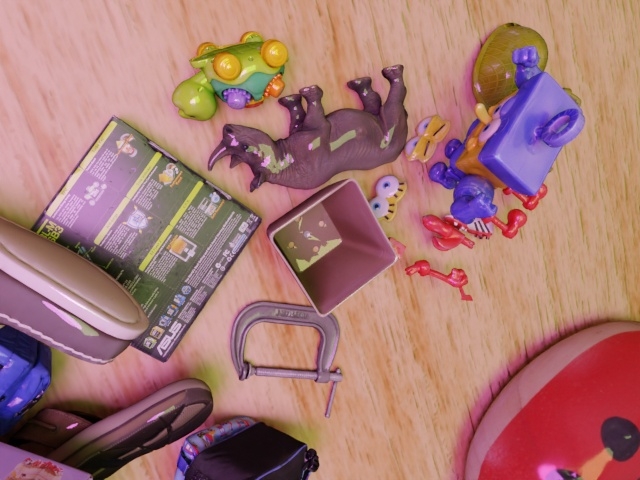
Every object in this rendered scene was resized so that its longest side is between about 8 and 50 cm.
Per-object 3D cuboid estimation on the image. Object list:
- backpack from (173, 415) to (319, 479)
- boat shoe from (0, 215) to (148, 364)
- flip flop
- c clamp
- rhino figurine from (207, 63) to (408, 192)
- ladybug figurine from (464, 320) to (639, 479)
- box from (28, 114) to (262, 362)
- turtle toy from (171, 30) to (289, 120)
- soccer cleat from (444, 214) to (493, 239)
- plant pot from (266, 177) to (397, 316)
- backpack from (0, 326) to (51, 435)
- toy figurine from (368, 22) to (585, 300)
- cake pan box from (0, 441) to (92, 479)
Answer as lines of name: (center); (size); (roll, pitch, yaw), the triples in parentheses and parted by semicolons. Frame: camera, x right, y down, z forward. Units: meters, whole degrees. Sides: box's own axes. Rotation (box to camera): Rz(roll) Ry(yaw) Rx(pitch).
backpack: (-0.095, 0.300, 0.526); (0.158, 0.116, 0.174); (7, 101, -65)
boat shoe: (-0.287, 0.022, 0.403); (0.304, 0.109, 0.091); (30, 87, 3)
flip flop: (-0.244, 0.197, 0.492); (0.276, 0.112, 0.080); (-27, 64, -3)
c clamp: (-0.038, 0.144, 0.597); (0.160, 0.022, 0.137); (16, 92, -22)
rhino figurine: (-0.007, -0.114, 0.545); (0.243, 0.073, 0.107); (-19, 101, -15)
ladybug figurine: (0.414, 0.295, 0.712); (0.449, 0.162, 0.305); (-26, 106, -15)
box: (-0.188, 0.003, 0.510); (0.184, 0.045, 0.191); (34, 86, -19)
turtle toy: (-0.091, -0.167, 0.504); (0.130, 0.095, 0.066); (-22, 125, -15)
soccer cleat: (0.201, -0.027, 0.660); (0.083, 0.029, 0.036); (17, 83, -25)
plant pot: (0.000, 0.000, 0.549); (0.109, 0.096, 0.109); (-36, 111, -13)
backpack: (-0.320, 0.135, 0.450); (0.120, 0.098, 0.101); (-49, 114, -9)
toy figurine: (0.231, -0.108, 0.540); (0.191, 0.217, 0.363); (37, 80, -9)
cake pan box: (-0.345, 0.256, 0.399); (0.266, 0.070, 0.246); (19, 108, -2)
